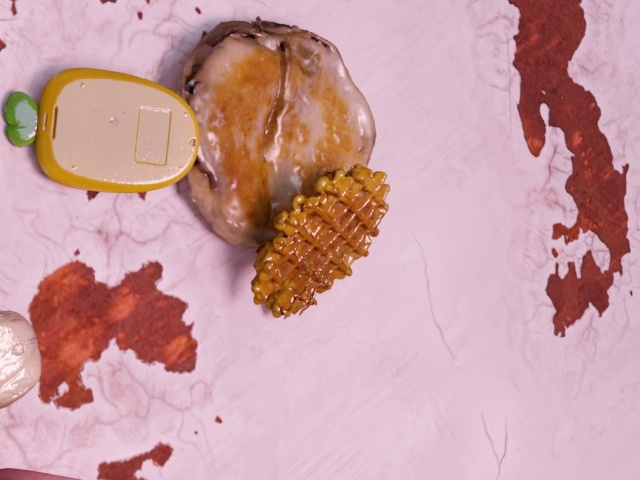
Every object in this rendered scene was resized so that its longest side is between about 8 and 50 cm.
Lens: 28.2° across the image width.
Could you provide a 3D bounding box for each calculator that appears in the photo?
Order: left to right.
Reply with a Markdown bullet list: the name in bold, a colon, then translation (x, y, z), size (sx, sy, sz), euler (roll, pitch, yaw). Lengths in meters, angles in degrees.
- **calculator**: translation (-0.259, -0.131, 1.521), size (0.235, 0.032, 0.146), euler (5, 88, -22)

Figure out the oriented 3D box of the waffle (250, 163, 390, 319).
- **waffle**: translation (0.000, 0.000, 1.674), size (0.229, 0.051, 0.231), euler (-21, 142, -42)

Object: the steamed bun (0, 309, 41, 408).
- **steamed bun**: translation (-0.378, 0.134, 1.396), size (0.130, 0.091, 0.112), euler (-14, 97, -39)

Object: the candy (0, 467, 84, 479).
- **candy**: translation (-0.251, 0.317, 1.387), size (0.255, 0.255, 0.094), euler (24, 70, -36)

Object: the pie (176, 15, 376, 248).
- **pie**: translation (-0.063, -0.147, 1.702), size (0.339, 0.077, 0.339), euler (6, 81, -43)
